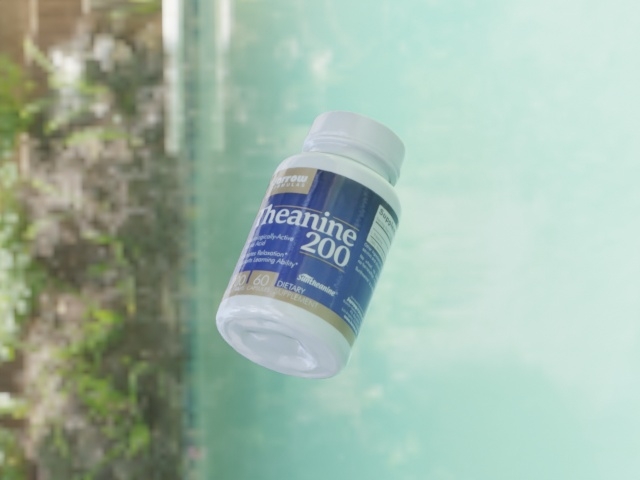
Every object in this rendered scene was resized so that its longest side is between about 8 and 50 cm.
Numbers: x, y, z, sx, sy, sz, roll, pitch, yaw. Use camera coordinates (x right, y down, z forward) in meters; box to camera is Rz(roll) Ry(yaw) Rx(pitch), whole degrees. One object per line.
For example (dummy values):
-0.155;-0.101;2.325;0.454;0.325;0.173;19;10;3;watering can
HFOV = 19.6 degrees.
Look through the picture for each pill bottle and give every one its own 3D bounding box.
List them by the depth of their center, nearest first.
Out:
0.000;0.000;0.888;0.067;0.067;0.120;104;-173;-64;pill bottle
